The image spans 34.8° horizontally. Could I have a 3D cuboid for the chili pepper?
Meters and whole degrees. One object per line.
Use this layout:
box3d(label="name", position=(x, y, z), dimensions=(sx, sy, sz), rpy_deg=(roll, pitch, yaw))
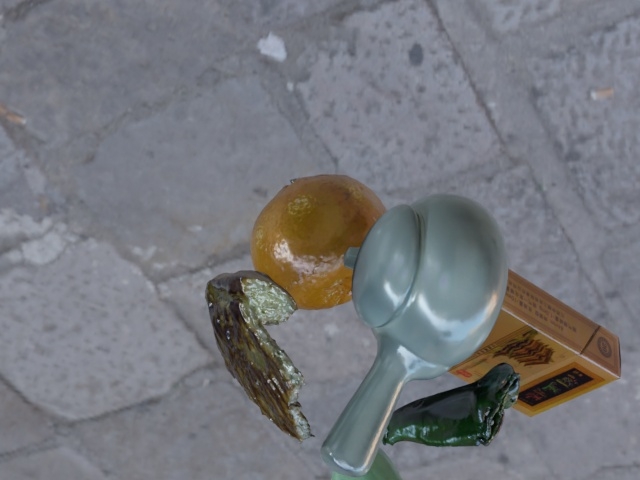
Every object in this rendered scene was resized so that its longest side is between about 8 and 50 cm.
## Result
box3d(label="chili pepper", position=(0.153, 0.212, 1.224), dimensions=(0.216, 0.108, 0.062), rpy_deg=(-30, 95, 40))

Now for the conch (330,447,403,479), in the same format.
box3d(label="conch", position=(0.112, 0.432, 1.623), dimensions=(0.250, 0.137, 0.144), rpy_deg=(33, 137, 33))

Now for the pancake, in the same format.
box3d(label="pancake", position=(-0.075, 0.104, 1.159), dimensions=(0.056, 0.257, 0.212), rpy_deg=(-26, 128, -21))

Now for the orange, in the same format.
box3d(label="orange", position=(0.002, 0.002, 1.528), dimensions=(0.219, 0.193, 0.219), rpy_deg=(-7, 161, -2))

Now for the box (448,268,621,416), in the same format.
box3d(label="box", position=(0.257, 0.135, 1.409), dimensions=(0.274, 0.076, 0.174), rpy_deg=(30, 140, -23))

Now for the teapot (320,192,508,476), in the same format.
box3d(label="teapot", position=(0.105, 0.092, 1.134), dimensions=(0.149, 0.318, 0.220), rpy_deg=(18, 143, -17))
